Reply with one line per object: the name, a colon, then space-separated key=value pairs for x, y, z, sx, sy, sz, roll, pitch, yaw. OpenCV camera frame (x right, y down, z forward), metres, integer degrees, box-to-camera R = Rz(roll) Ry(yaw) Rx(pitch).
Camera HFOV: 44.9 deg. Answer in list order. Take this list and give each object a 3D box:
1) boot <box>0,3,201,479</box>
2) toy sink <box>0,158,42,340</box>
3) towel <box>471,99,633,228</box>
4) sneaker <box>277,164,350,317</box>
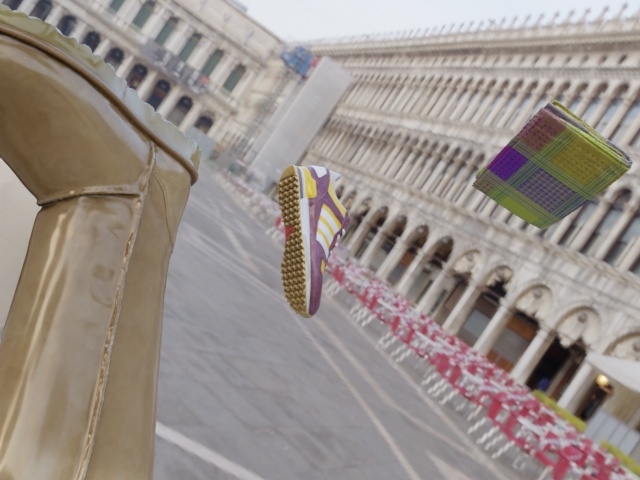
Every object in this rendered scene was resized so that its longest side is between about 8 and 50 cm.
boot: x=-0.168 y=0.023 z=0.465 sx=0.089 sy=0.270 sz=0.236 roll=-10 pitch=-28 yaw=36
toy sink: x=-0.318 y=0.000 z=0.709 sx=0.234 sy=0.153 sz=0.131 roll=40 pitch=-11 yaw=15
towel: x=0.132 y=-0.040 z=0.447 sx=0.060 sy=0.009 sz=0.083 roll=33 pitch=-35 yaw=-3
sneaker: x=0.000 y=0.000 z=0.934 sx=0.083 sy=0.186 sz=0.069 roll=1 pitch=-8 yaw=-28
